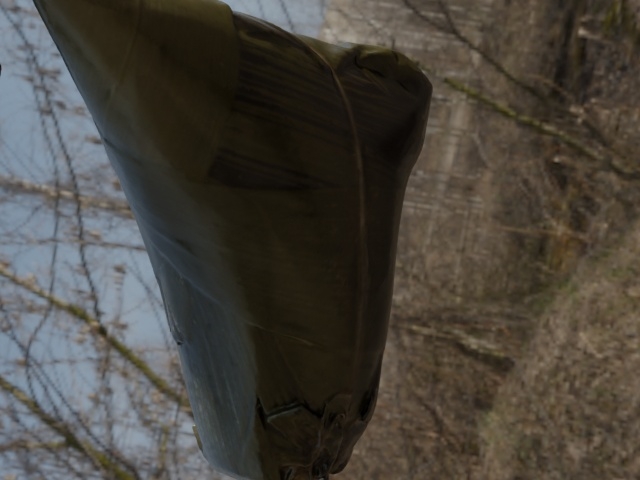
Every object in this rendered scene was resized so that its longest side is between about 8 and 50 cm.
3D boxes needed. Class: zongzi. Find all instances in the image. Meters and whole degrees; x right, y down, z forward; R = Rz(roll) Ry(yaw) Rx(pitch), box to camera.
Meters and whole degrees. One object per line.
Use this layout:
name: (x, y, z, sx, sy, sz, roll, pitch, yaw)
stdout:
zongzi: (-0.068, 0.007, 0.525, 0.300, 0.145, 0.273, 9, -92, -55)
